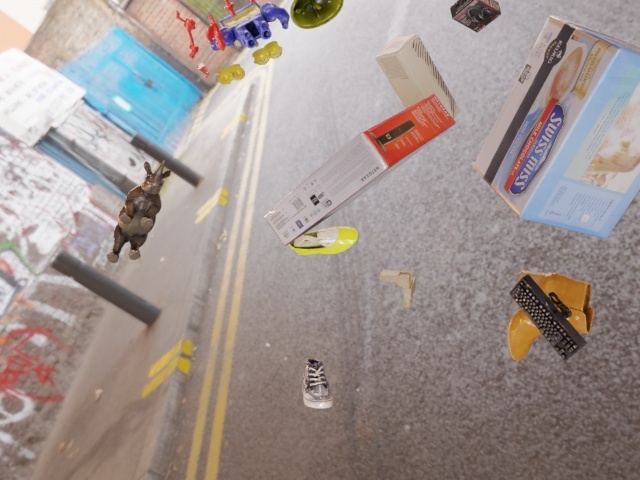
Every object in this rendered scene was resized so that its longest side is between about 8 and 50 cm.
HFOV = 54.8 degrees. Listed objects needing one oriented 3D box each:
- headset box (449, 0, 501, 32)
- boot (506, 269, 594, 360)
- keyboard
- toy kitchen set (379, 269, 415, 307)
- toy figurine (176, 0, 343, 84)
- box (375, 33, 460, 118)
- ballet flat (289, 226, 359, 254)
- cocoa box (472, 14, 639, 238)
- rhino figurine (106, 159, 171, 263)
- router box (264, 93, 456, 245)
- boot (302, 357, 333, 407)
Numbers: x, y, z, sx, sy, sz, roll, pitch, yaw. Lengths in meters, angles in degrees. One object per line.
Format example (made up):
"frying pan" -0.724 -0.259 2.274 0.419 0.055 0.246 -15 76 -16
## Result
"headset box" 0.297 -0.446 1.193 0.062 0.083 0.032 -31 56 45
"boot" 0.646 0.234 1.732 0.211 0.104 0.294 18 114 43
"keyboard" 0.468 0.154 1.271 0.023 0.180 0.108 -21 -28 -30
"toy kitchen set" 0.194 0.112 1.531 0.075 0.083 0.068 2 22 19
"toy figurine" -0.153 -0.529 1.418 0.363 0.191 0.217 -31 31 -1
"box" 0.282 -0.448 1.778 0.094 0.275 0.113 -48 31 -17
"ballet flat" 0.000 0.000 1.772 0.231 0.077 0.077 -10 64 40
"cocoa box" 0.509 -0.216 1.210 0.228 0.232 0.347 -111 38 -54
"rhino figurine" -0.354 -0.066 1.224 0.243 0.073 0.106 -57 20 32
"router box" 0.082 -0.149 1.295 0.335 0.082 0.301 -36 0 44
"boot" -0.013 0.344 1.502 0.190 0.069 0.085 -173 82 -77
